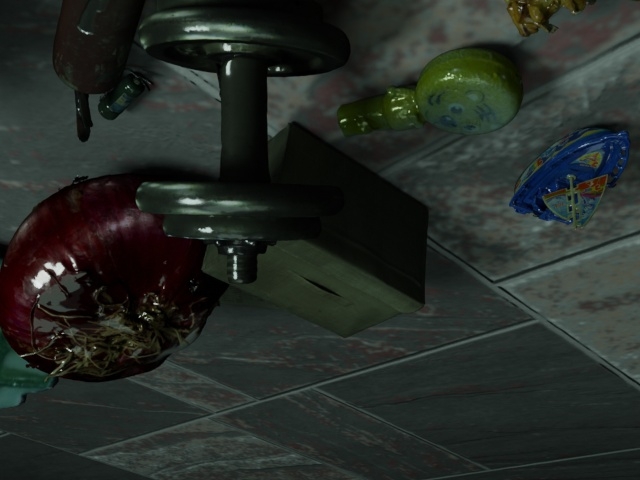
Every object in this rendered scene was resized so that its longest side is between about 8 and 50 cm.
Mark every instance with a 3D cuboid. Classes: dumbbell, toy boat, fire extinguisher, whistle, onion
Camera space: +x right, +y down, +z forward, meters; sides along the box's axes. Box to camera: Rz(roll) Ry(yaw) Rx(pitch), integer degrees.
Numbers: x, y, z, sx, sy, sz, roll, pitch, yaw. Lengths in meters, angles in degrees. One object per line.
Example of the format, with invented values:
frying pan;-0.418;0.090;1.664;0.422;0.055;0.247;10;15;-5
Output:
dumbbell;-0.069;-0.105;0.659;0.191;0.290;0.192;1;-177;0
toy boat;0.278;-0.055;0.790;0.091;0.110;0.175;15;145;-12
fire extinguisher;-0.206;-0.201;0.683;0.072;0.089;0.268;-4;155;-29
whistle;0.108;-0.145;0.747;0.198;0.057;0.104;-6;151;33
fire extinguisher;-0.217;-0.165;0.801;0.083;0.025;0.038;-26;111;41
onion;-0.262;0.039;0.950;0.313;0.232;0.314;-20;142;-16

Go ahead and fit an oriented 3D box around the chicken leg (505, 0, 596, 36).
chicken leg;0.220;-0.214;0.580;0.207;0.101;0.085;6;179;-14

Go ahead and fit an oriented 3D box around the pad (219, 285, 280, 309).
pad;-0.042;0.078;1.155;0.264;0.009;0.160;6;148;4

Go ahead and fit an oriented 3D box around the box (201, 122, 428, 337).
box;0.000;0.000;0.891;0.231;0.156;0.149;27;143;-29

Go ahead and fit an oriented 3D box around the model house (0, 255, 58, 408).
model house;-0.626;0.131;1.206;0.294;0.252;0.329;3;179;-38

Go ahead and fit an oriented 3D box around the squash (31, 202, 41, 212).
squash;-0.372;0.010;1.050;0.105;0.105;0.132;0;137;12
